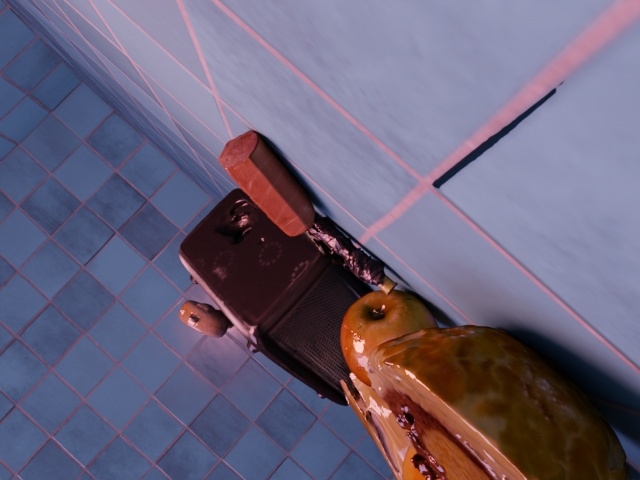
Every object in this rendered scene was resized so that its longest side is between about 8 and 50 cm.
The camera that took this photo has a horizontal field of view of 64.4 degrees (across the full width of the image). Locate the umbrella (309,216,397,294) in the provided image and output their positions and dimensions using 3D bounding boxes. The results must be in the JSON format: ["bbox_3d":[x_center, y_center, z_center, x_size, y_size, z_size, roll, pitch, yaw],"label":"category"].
[{"bbox_3d":[0.044,0.021,0.697,0.144,0.040,0.037,41,139,17],"label":"umbrella"}]

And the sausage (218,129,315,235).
[{"bbox_3d":[-0.057,-0.060,0.650,0.065,0.065,0.169,34,169,47],"label":"sausage"}]

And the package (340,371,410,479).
[{"bbox_3d":[0.173,0.354,0.943,0.221,0.164,0.311,85,160,-56],"label":"package"}]

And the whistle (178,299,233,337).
[{"bbox_3d":[-0.234,0.169,1.101,0.107,0.057,0.220,26,174,14],"label":"whistle"}]

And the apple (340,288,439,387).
[{"bbox_3d":[0.097,0.142,0.709,0.146,0.146,0.146,41,173,6],"label":"apple"}]

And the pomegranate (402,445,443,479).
[{"bbox_3d":[0.233,0.343,0.669,0.264,0.264,0.264,41,173,6],"label":"pomegranate"}]

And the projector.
[{"bbox_3d":[-0.065,0.132,1.140,0.395,0.242,0.405,34,169,46],"label":"projector"}]

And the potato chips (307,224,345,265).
[{"bbox_3d":[0.000,0.000,0.800,0.209,0.026,0.142,42,-173,-22],"label":"potato chips"}]

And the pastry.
[{"bbox_3d":[0.168,0.173,0.478,0.256,0.170,0.237,47,158,44],"label":"pastry"}]
